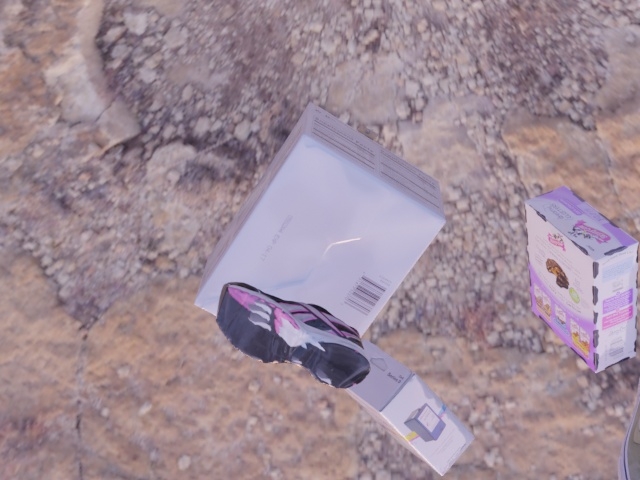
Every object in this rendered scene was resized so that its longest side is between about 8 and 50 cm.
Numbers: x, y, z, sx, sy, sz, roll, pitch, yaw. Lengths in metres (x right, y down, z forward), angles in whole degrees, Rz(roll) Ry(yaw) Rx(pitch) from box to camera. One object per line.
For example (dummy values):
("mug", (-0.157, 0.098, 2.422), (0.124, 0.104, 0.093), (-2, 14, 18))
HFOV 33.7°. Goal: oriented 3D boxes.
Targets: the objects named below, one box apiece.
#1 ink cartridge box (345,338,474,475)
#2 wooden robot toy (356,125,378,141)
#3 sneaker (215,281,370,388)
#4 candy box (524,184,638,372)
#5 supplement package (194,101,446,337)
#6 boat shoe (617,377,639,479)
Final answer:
("ink cartridge box", (0.137, 0.278, 1.773), (0.093, 0.154, 0.212), (-47, 126, -10))
("wooden robot toy", (0.044, -0.082, 1.468), (0.076, 0.079, 0.173), (14, 115, 14))
("sneaker", (-0.031, 0.093, 1.127), (0.178, 0.077, 0.072), (32, 114, -15))
("candy box", (0.351, 0.050, 1.426), (0.070, 0.165, 0.196), (-21, 127, -13))
("supplement package", (0.000, 0.000, 1.333), (0.204, 0.145, 0.261), (31, 112, -11))
("boat shoe", (0.470, 0.254, 1.443), (0.109, 0.302, 0.094), (10, 137, 9))
